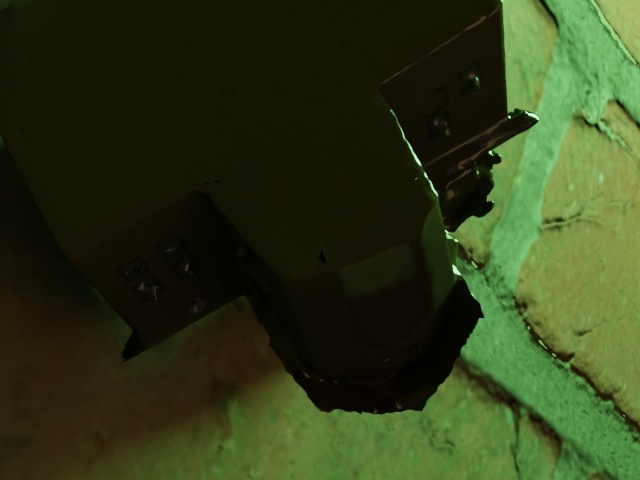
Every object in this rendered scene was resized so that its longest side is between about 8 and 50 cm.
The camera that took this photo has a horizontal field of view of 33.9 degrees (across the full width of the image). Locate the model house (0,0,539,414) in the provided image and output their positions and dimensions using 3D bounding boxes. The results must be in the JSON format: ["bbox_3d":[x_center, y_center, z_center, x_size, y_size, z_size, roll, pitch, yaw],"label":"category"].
[{"bbox_3d":[0.000,0.000,0.444,0.180,0.176,0.248,-31,152,-3],"label":"model house"}]
